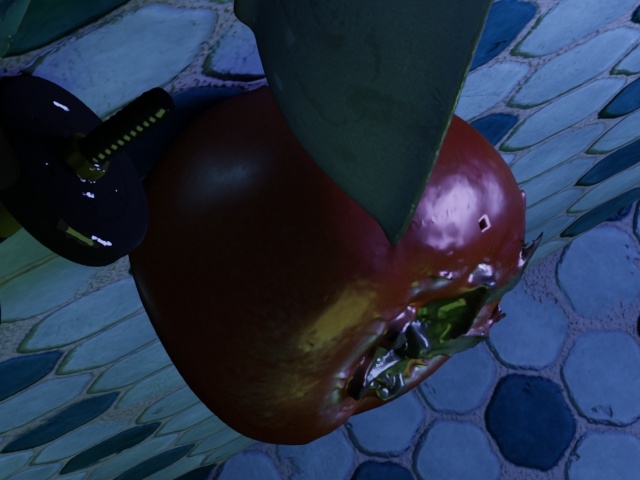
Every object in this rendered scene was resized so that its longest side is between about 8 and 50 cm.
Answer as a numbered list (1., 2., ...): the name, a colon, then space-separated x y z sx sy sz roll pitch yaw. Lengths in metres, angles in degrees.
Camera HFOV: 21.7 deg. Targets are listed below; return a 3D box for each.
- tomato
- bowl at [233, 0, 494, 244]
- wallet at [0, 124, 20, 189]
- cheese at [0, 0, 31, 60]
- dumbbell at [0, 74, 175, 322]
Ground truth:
1. tomato: 0.000 0.000 1.412 0.341 0.273 0.341 -36 159 -16
2. bowl: 0.032 -0.167 1.012 0.313 0.146 0.313 21 90 -90
3. wallet: -0.278 -0.073 0.946 0.182 0.049 0.229 -5 164 -1
4. cheese: -0.145 -0.173 0.844 0.135 0.052 0.244 24 134 -40
5. dumbbell: -0.228 -0.010 1.150 0.325 0.143 0.143 -34 166 22
